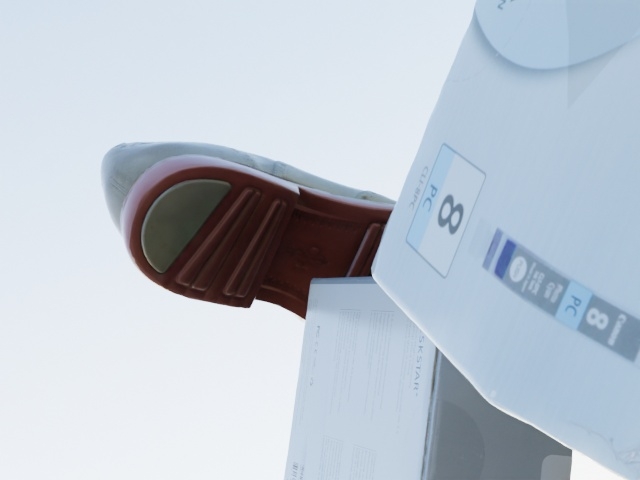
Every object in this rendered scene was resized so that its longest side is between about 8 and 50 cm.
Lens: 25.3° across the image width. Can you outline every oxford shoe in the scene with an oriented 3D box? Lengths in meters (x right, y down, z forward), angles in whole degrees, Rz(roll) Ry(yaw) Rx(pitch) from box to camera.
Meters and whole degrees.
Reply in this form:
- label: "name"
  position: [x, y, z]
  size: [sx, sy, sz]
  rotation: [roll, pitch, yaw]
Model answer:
- label: "oxford shoe"
  position: [0.000, 0.000, 1.038]
  size: [0.348, 0.130, 0.123]
  rotation: [25, -78, -34]

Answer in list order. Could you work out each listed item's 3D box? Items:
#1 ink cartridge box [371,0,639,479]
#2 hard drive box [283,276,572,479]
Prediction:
- label: "ink cartridge box"
  position: [0.168, -0.048, 0.505]
  size: [0.091, 0.385, 0.308]
  rotation: [16, -76, -23]
- label: "hard drive box"
  position: [0.058, 0.115, 0.857]
  size: [0.232, 0.089, 0.181]
  rotation: [176, 102, -72]
